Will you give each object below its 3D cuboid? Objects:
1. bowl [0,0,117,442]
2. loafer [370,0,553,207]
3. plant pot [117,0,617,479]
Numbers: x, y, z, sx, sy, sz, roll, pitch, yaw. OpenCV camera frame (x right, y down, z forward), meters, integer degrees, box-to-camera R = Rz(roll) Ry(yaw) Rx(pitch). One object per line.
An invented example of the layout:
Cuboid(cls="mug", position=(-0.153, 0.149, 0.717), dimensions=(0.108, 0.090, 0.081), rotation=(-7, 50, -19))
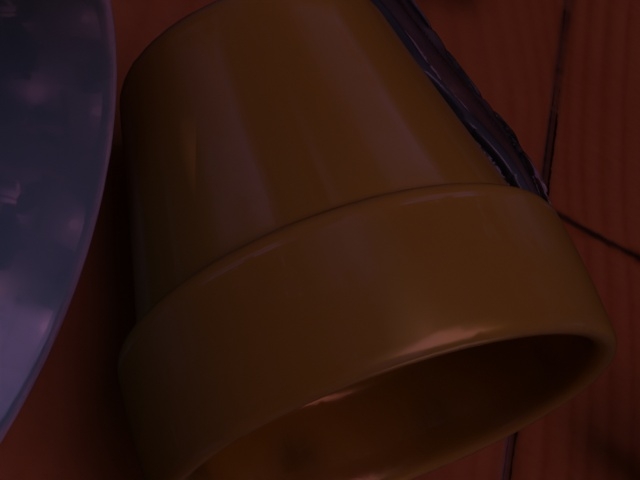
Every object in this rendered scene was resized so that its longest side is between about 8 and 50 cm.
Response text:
Cuboid(cls="bowl", position=(-0.227, -0.017, 0.514), dimensions=(0.163, 0.311, 0.311), rotation=(20, 58, 12))
Cuboid(cls="loafer", position=(0.094, -0.075, 0.856), dimensions=(0.267, 0.096, 0.084), rotation=(54, 47, -6))
Cuboid(cls="plant pot", position=(0.000, 0.000, 0.683), dimensions=(0.254, 0.254, 0.239), rotation=(-3, 62, -35))
